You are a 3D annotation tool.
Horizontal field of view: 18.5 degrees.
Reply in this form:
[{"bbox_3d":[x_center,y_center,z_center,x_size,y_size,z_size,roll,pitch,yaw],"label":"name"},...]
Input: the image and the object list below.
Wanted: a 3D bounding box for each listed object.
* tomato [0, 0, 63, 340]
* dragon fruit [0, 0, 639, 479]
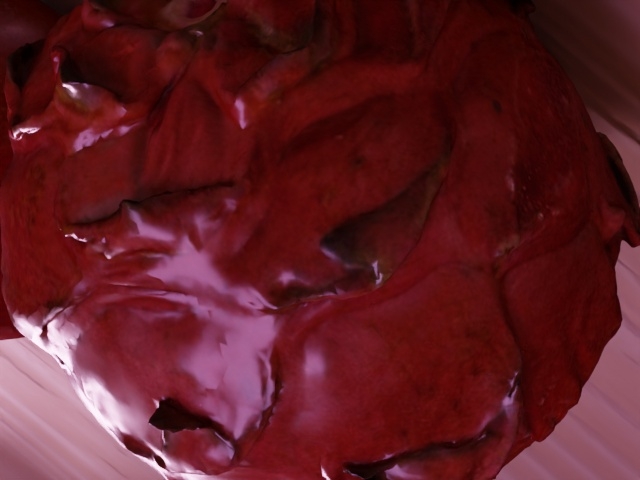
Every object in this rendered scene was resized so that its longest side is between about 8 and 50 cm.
[{"bbox_3d":[-0.170,-0.030,0.931,0.187,0.151,0.187,22,147,15],"label":"tomato"},{"bbox_3d":[-0.003,-0.010,0.755,0.252,0.241,0.241,21,151,-28],"label":"dragon fruit"}]
